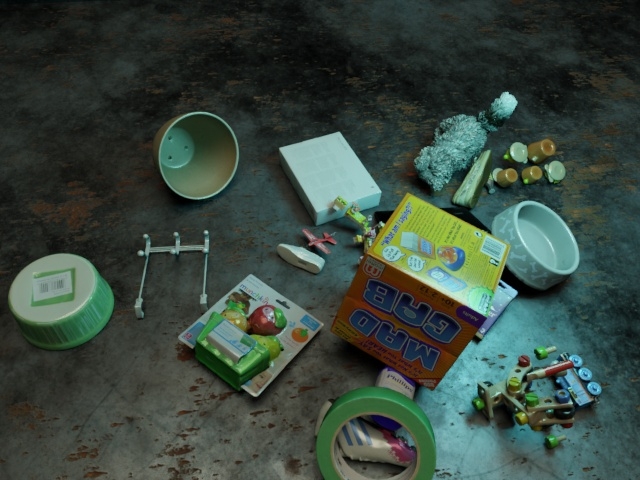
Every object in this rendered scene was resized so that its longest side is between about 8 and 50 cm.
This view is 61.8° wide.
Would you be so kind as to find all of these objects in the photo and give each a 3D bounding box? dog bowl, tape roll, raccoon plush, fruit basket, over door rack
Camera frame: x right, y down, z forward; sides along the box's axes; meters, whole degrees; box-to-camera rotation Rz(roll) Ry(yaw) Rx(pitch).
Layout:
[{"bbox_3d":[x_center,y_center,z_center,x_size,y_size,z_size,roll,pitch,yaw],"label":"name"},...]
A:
[{"bbox_3d":[0.794,0.008,1.953,0.349,0.102,0.348,15,53,-21],"label":"dog bowl"},{"bbox_3d":[0.151,0.563,1.451,0.321,0.077,0.321,1,96,10],"label":"tape roll"},{"bbox_3d":[0.548,-0.404,2.140,0.216,0.446,0.299,39,45,7],"label":"raccoon plush"},{"bbox_3d":[-0.216,0.282,1.710,0.327,0.165,0.353,33,54,19],"label":"fruit basket"},{"bbox_3d":[-0.509,0.100,1.857,0.240,0.108,0.324,-3,54,-6],"label":"over door rack"}]

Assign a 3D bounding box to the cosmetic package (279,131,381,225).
[{"bbox_3d":[0.032,-0.261,2.177,0.284,0.097,0.377,-19,57,-16],"label":"cosmetic package"}]

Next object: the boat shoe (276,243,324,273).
[{"bbox_3d":[-0.070,0.054,1.956,0.184,0.066,0.063,21,40,14],"label":"boat shoe"}]

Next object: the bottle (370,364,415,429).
[{"bbox_3d":[0.226,0.438,1.609,0.118,0.092,0.283,33,28,4],"label":"bottle"}]

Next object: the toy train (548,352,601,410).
[{"bbox_3d":[0.812,0.450,1.716,0.105,0.080,0.184,-18,56,-10],"label":"toy train"}]

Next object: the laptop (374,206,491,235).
[{"bbox_3d":[0.428,0.058,2.018,0.382,0.236,0.408,-3,25,-7],"label":"laptop"}]

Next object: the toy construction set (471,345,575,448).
[{"bbox_3d":[0.587,0.454,1.572,0.237,0.309,0.257,-15,47,-9],"label":"toy construction set"}]

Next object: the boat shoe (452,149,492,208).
[{"bbox_3d":[0.633,-0.263,2.203,0.089,0.104,0.285,14,61,33],"label":"boat shoe"}]

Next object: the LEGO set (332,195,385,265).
[{"bbox_3d":[0.161,-0.057,1.977,0.132,0.107,0.287,-15,77,-31],"label":"LEGO set"}]

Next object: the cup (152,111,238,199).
[{"bbox_3d":[-0.525,-0.347,2.094,0.331,0.331,0.237,-36,37,-27],"label":"cup"}]

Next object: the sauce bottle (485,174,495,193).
[{"bbox_3d":[0.710,-0.254,2.260,0.042,0.042,0.128,-2,55,-6],"label":"sauce bottle"}]

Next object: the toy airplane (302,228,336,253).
[{"bbox_3d":[0.000,0.000,2.006,0.151,0.028,0.151,9,41,-8],"label":"toy airplane"}]

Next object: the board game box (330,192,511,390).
[{"bbox_3d":[0.301,0.146,1.619,0.356,0.356,0.356,29,42,10],"label":"board game box"}]

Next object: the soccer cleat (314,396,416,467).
[{"bbox_3d":[0.134,0.591,1.552,0.331,0.116,0.143,29,81,12],"label":"soccer cleat"}]

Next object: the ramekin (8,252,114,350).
[{"bbox_3d":[-0.846,0.188,1.737,0.303,0.148,0.303,2,53,-3],"label":"ramekin"}]

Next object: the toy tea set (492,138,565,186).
[{"bbox_3d":[0.877,-0.323,2.300,0.336,0.124,0.200,-9,83,-17],"label":"toy tea set"}]

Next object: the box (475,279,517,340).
[{"bbox_3d":[0.566,0.219,1.855,0.136,0.036,0.225,37,76,22],"label":"box"}]
